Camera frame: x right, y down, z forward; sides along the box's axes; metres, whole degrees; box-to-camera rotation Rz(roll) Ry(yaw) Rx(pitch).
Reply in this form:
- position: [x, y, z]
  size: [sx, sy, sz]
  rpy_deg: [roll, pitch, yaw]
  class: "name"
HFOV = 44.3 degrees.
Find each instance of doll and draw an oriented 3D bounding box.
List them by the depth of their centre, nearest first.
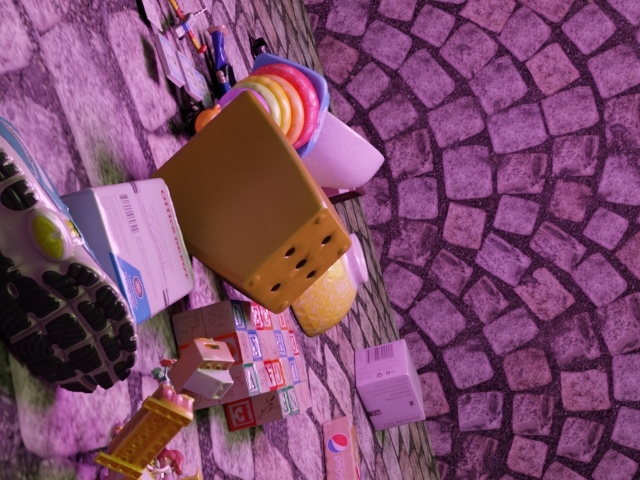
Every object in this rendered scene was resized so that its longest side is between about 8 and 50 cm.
- position: [-0.189, -0.327, 1.562]
  size: [0.129, 0.046, 0.189]
  rpy_deg: [-93, 173, -85]
  class: "doll"

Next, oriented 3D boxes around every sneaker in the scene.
- position: [-0.236, 0.012, 0.688]
  size: [0.110, 0.107, 0.275]
  rpy_deg: [-106, 176, -66]
  class: "sneaker"
- position: [-0.144, -0.457, 1.996]
  size: [0.089, 0.051, 0.170]
  rpy_deg: [59, 14, -54]
  class: "sneaker"

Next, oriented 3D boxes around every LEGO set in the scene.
- position: [-0.150, 0.190, 0.771]
  size: [0.107, 0.132, 0.287]
  rpy_deg: [-99, -169, -58]
  class: "LEGO set"
- position: [-0.230, -0.350, 1.311]
  size: [0.244, 0.060, 0.182]
  rpy_deg: [70, 12, 17]
  class: "LEGO set"

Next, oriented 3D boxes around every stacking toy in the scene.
- position: [-0.121, -0.216, 1.355]
  size: [0.302, 0.165, 0.175]
  rpy_deg: [-31, 144, -62]
  class: "stacking toy"

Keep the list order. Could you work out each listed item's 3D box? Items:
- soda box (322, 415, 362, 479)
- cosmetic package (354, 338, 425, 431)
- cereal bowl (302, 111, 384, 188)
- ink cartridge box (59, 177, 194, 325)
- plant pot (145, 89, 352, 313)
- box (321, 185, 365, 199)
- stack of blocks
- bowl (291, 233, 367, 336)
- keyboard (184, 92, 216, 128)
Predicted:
- position: [0.046, 0.453, 1.598]
  size: [0.181, 0.061, 0.058]
  rpy_deg: [-95, 165, -47]
  class: "soda box"
- position: [0.193, 0.404, 2.195]
  size: [0.151, 0.151, 0.184]
  rpy_deg: [-88, 159, -58]
  class: "cosmetic package"
- position: [-0.036, -0.214, 1.708]
  size: [0.339, 0.141, 0.339]
  rpy_deg: [35, 1, -1]
  class: "cereal bowl"
- position: [-0.214, 0.013, 0.835]
  size: [0.190, 0.082, 0.140]
  rpy_deg: [-43, 117, -80]
  class: "ink cartridge box"
- position: [-0.081, -0.028, 1.045]
  size: [0.187, 0.212, 0.212]
  rpy_deg: [45, -3, 26]
  class: "plant pot"
- position: [0.004, -0.178, 2.023]
  size: [0.203, 0.167, 0.168]
  rpy_deg: [6, 69, -79]
  class: "box"
- position: [-0.104, 0.182, 1.142]
  size: [0.297, 0.087, 0.171]
  rpy_deg: [28, 47, -76]
  class: "stack of blocks"
- position: [0.017, 0.060, 1.775]
  size: [0.289, 0.156, 0.289]
  rpy_deg: [-15, 90, -80]
  class: "bowl"
- position: [-0.184, -0.170, 1.407]
  size: [0.317, 0.033, 0.201]
  rpy_deg: [-82, 156, -67]
  class: "keyboard"
